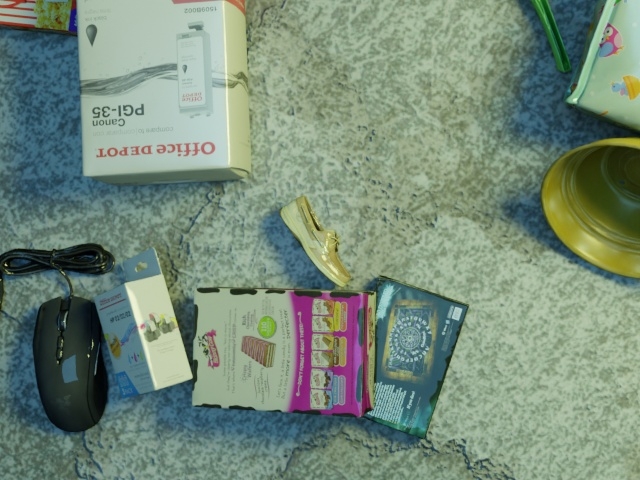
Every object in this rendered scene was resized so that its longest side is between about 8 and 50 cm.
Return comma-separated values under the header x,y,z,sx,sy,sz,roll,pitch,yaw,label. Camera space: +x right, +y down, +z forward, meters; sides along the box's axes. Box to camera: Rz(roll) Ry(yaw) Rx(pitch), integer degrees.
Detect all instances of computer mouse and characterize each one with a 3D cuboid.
x,y,z,sx,sy,sz,roll,pitch,yaw,label
-0.383,0.131,1.499,0.184,0.060,0.262,3,89,8,computer mouse

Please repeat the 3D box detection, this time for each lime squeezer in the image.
x,y,z,sx,sy,sz,roll,pitch,yaw,label
0.270,-0.368,1.366,0.059,0.110,0.310,-12,124,-7,lime squeezer

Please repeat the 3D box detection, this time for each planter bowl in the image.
x,y,z,sx,sy,sz,roll,pitch,yaw,label
0.388,-0.060,1.345,0.217,0.217,0.090,28,52,8,planter bowl

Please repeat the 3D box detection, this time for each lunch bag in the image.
x,y,z,sx,sy,sz,roll,pitch,yaw,label
0.442,-0.251,1.330,0.223,0.160,0.262,21,98,10,lunch bag

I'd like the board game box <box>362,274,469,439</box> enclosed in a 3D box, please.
x,y,z,sx,sy,sz,roll,pitch,yaw,label
0.107,0.152,1.439,0.126,0.026,0.186,19,92,9,board game box

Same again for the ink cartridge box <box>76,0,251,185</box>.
x,y,z,sx,sy,sz,roll,pitch,yaw,label
-0.205,-0.221,1.449,0.207,0.117,0.283,-3,88,9,ink cartridge box

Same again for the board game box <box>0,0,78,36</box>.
x,y,z,sx,sy,sz,roll,pitch,yaw,label
-0.404,-0.365,1.520,0.193,0.045,0.147,7,90,9,board game box

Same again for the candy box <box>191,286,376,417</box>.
x,y,z,sx,sy,sz,roll,pitch,yaw,label
-0.048,0.141,1.426,0.233,0.071,0.159,2,89,17,candy box

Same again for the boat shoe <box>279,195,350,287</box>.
x,y,z,sx,sy,sz,roll,pitch,yaw,label
0.000,0.000,1.447,0.045,0.050,0.135,-39,83,12,boat shoe

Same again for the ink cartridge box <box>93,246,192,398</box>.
x,y,z,sx,sy,sz,roll,pitch,yaw,label
-0.241,0.110,1.450,0.104,0.061,0.181,-22,83,52,ink cartridge box
